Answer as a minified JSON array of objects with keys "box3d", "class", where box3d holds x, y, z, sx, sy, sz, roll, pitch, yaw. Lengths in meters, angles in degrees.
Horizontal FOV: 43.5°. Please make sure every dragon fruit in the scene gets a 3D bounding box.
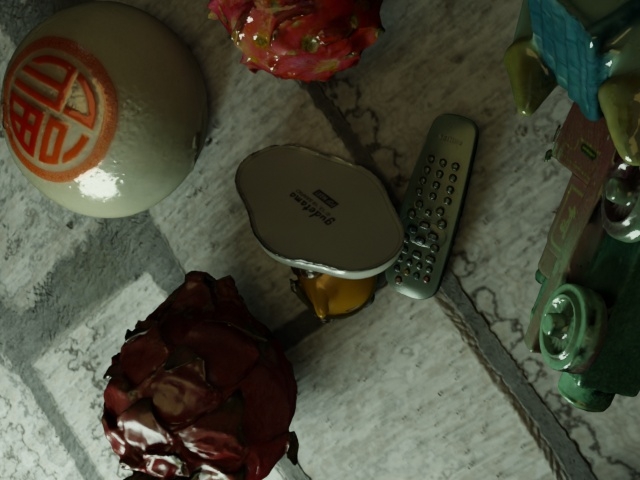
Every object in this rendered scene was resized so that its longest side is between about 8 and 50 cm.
[{"box3d":[-0.144,0.187,0.992,0.244,0.244,0.299,1,83,24],"class":"dragon fruit"},{"box3d":[-0.029,-0.310,0.889,0.205,0.210,0.268,-7,99,-15],"class":"dragon fruit"}]

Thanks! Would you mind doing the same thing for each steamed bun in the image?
[{"box3d":[-0.295,-0.166,1.036,0.282,0.177,0.283,4,100,23],"class":"steamed bun"}]

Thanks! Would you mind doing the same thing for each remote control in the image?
[{"box3d":[0.132,-0.038,0.938,0.072,0.042,0.222,21,107,22],"class":"remote control"}]

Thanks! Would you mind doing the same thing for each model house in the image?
[{"box3d":[0.284,-0.179,0.682,0.267,0.194,0.325,9,65,21],"class":"model house"}]

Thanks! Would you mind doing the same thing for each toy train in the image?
[{"box3d":[0.289,0.005,0.781,0.150,0.221,0.305,12,111,-13],"class":"toy train"}]

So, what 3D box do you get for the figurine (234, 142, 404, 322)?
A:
[{"box3d":[0.000,0.000,0.987,0.250,0.166,0.141,51,160,38],"class":"figurine"}]
